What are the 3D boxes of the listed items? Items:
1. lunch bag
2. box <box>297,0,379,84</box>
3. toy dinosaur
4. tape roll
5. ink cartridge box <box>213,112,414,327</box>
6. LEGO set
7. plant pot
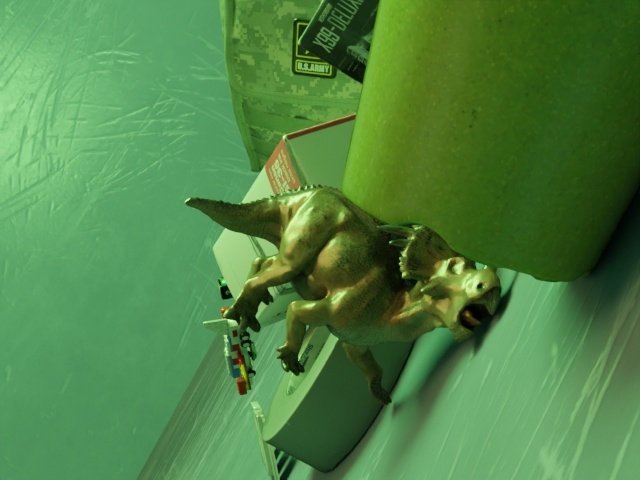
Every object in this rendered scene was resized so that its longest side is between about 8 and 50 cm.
[{"bbox_3d":[0.019,-0.204,1.483,0.287,0.235,0.169,77,-156,-53],"label":"lunch bag"},{"bbox_3d":[0.144,-0.224,1.162,0.076,0.242,0.307,-63,6,-34],"label":"box"},{"bbox_3d":[0.028,0.016,1.128,0.200,0.296,0.127,-56,-22,15],"label":"toy dinosaur"},{"bbox_3d":[0.023,0.127,1.314,0.219,0.072,0.219,-59,7,12],"label":"tape roll"},{"bbox_3d":[0.022,-0.029,1.395,0.207,0.117,0.283,-20,-15,-28],"label":"ink cartridge box"},{"bbox_3d":[-0.099,0.167,1.536,0.182,0.060,0.244,-166,65,-83],"label":"LEGO set"},{"bbox_3d":[0.138,-0.118,0.842,0.276,0.276,0.253,-94,22,-78],"label":"plant pot"}]
